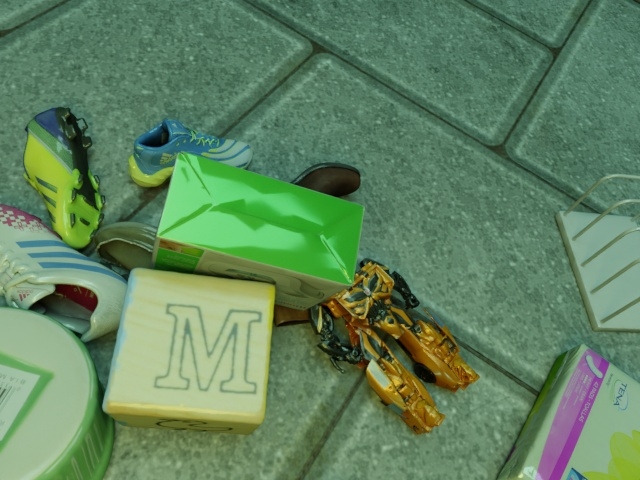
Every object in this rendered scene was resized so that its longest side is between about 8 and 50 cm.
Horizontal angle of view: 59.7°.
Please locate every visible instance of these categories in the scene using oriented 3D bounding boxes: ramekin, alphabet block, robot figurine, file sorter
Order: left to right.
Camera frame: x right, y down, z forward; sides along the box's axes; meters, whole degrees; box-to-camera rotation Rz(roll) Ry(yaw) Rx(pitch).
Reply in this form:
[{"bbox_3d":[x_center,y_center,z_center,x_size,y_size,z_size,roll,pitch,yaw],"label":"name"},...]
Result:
[{"bbox_3d":[-0.421,0.229,0.698,0.304,0.148,0.303,9,47,-10],"label":"ramekin"},{"bbox_3d":[-0.178,0.165,0.796,0.197,0.192,0.193,7,67,-9],"label":"alphabet block"},{"bbox_3d":[0.119,0.160,0.930,0.211,0.085,0.291,-38,85,-31],"label":"robot figurine"},{"bbox_3d":[0.640,0.023,1.120,0.193,0.173,0.277,4,57,-13],"label":"file sorter"}]

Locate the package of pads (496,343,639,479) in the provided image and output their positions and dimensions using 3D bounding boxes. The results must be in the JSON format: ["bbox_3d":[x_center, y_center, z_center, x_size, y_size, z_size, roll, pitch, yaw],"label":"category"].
[{"bbox_3d":[0.456,0.347,0.909,0.229,0.101,0.296,37,57,10],"label":"package of pads"}]

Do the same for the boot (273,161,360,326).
[{"bbox_3d":[0.000,0.000,1.017,0.264,0.096,0.280,-11,66,-28],"label":"boot"}]

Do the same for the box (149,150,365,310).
[{"bbox_3d":[-0.103,0.000,0.819,0.262,0.231,0.126,16,70,-15],"label":"box"}]

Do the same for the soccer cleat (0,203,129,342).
[{"bbox_3d":[-0.439,0.042,0.835,0.331,0.116,0.143,26,19,1],"label":"soccer cleat"}]

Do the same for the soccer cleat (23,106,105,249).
[{"bbox_3d":[-0.460,-0.103,0.980,0.121,0.093,0.289,-21,67,8],"label":"soccer cleat"}]

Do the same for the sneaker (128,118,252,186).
[{"bbox_3d":[-0.235,-0.167,1.038,0.240,0.126,0.091,-17,64,-23],"label":"sneaker"}]

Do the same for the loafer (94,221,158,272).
[{"bbox_3d":[-0.256,0.045,0.919,0.251,0.094,0.087,18,52,-3],"label":"loafer"}]
